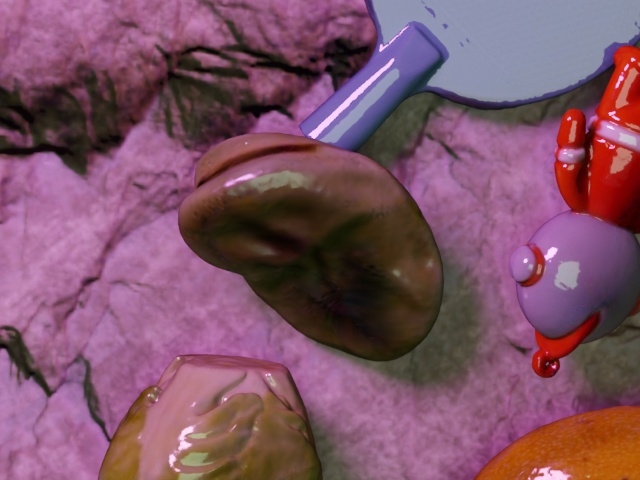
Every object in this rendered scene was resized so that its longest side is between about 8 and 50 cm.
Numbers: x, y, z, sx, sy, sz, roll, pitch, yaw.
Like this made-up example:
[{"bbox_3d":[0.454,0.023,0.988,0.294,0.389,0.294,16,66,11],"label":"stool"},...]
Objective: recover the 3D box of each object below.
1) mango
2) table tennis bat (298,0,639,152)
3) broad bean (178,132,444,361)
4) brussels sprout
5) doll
[{"bbox_3d":[0.218,0.202,1.162,0.262,0.109,0.157,-11,76,-7],"label":"mango"},{"bbox_3d":[0.115,-0.180,1.125,0.329,0.044,0.215,-45,101,5],"label":"table tennis bat"},{"bbox_3d":[-0.001,0.002,1.130,0.207,0.072,0.153,33,130,-20],"label":"broad bean"},{"bbox_3d":[-0.080,0.172,1.139,0.162,0.144,0.180,-4,100,1],"label":"brussels sprout"},{"bbox_3d":[0.205,-0.014,1.141,0.142,0.076,0.245,17,101,-31],"label":"doll"}]
